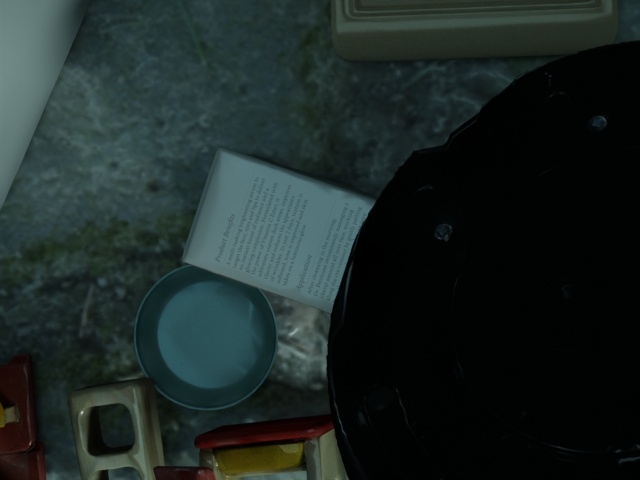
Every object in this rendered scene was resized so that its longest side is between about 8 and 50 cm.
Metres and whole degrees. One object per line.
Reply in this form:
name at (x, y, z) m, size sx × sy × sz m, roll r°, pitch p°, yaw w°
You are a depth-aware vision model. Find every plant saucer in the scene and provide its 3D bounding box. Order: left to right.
plant saucer at (-0.091, 0.077, 1.118) m, size 0.119 × 0.021 × 0.119 m, roll 0°, pitch 91°, yaw 8°

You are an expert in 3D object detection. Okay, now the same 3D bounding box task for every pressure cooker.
pressure cooker at (0.243, 0.122, 0.879) m, size 0.375 × 0.420 × 0.370 m, roll -45°, pitch 52°, yaw -3°

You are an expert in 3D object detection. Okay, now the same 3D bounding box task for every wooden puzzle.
wooden puzzle at (0.116, -0.261, 1.073) m, size 0.221 × 0.044 × 0.238 m, roll -2°, pitch 94°, yaw 4°

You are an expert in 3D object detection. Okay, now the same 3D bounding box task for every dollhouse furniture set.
dollhouse furniture set at (-0.187, 0.160, 1.029) m, size 0.374 × 0.201 × 0.152 m, roll -9°, pitch 89°, yaw 14°

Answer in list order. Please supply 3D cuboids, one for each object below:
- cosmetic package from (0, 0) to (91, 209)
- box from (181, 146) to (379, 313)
cosmetic package at (-0.273, -0.213, 1.049) m, size 0.156 × 0.217 × 0.385 m, roll 26°, pitch 92°, yaw 7°
box at (0.000, 0.000, 1.049) m, size 0.171 × 0.130 × 0.091 m, roll 19°, pitch 94°, yaw 9°
